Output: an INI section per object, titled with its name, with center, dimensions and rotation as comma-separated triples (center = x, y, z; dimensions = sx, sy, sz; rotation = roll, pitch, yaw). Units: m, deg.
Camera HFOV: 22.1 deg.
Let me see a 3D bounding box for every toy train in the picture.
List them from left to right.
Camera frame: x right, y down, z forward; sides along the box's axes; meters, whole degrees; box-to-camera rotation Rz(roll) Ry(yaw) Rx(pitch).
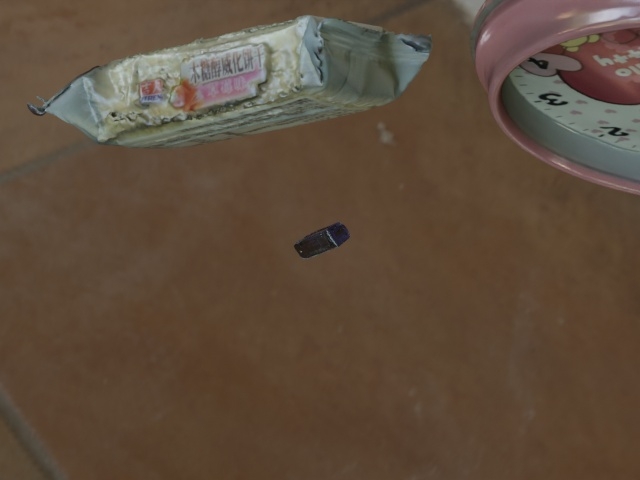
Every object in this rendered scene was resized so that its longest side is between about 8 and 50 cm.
[toy train]
center = 0.000, 0.000, 1.253
dimensions = 0.017, 0.083, 0.017
rotation = -40, 96, -20

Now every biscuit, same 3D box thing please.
[biscuit]
center = -0.076, -0.130, 1.396
dimensions = 0.186, 0.309, 0.079
rotation = 3, 80, -58

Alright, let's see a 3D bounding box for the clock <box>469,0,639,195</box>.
[clock]
center = 0.194, -0.081, 0.801
dimensions = 0.244, 0.244, 0.056
rotation = 13, 71, -10
